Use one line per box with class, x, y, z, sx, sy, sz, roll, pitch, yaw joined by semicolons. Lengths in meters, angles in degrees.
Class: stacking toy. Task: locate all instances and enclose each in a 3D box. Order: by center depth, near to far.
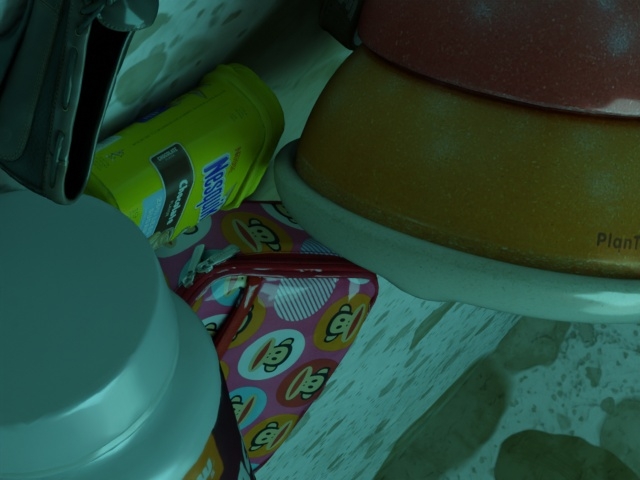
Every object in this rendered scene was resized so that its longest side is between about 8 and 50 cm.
stacking toy;0.177;-0.205;1.379;0.350;0.350;0.480;-21;127;-62

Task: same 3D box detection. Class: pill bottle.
pill bottle;-0.165;0.155;1.345;0.224;0.224;0.392;-42;148;-20

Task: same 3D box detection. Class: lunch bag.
lunch bag;-0.112;0.096;1.665;0.258;0.120;0.293;3;130;-42

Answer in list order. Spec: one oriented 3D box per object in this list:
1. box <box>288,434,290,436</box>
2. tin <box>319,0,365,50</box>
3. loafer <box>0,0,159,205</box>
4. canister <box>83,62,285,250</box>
box;-0.129;0.308;2.463;0.186;0.038;0.145;-47;166;5
tin;0.055;-0.223;1.506;0.106;0.040;0.190;-34;162;-29
loafer;-0.124;-0.133;1.101;0.096;0.084;0.267;-31;159;-49
canister;-0.118;-0.046;1.401;0.170;0.073;0.126;-34;163;-38
